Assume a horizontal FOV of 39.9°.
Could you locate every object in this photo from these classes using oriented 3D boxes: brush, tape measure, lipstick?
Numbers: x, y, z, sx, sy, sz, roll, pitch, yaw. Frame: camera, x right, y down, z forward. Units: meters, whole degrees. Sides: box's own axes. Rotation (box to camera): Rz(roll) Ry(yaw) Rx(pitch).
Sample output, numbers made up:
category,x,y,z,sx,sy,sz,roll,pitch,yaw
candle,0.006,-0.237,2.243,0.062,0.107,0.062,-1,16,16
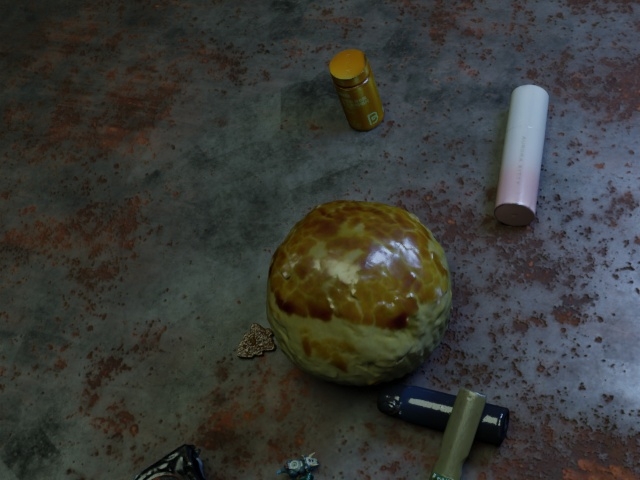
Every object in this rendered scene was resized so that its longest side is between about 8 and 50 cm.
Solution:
category,x,y,z,sx,sy,sz,roll,pitch,yaw
brush,0.229,0.403,1.582,0.054,0.048,0.282,17,82,21
tape measure,-0.287,0.511,1.692,0.181,0.107,0.182,-27,53,-4
lipstick,0.442,-0.190,1.934,0.087,0.087,0.326,3,59,20

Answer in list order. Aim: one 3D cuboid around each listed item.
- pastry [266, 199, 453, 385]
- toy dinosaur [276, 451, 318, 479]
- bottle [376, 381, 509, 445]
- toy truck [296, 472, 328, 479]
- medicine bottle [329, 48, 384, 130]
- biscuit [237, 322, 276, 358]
category,x,y,z,sx,sy,sz,roll,pitch,yaw
pastry,0.071,0.088,1.725,0.389,0.312,0.388,-10,52,13
toy dinosaur,-0.044,0.435,1.698,0.083,0.047,0.030,-20,55,3
bottle,0.228,0.324,1.666,0.244,0.072,0.082,10,20,25
toy truck,0.022,0.481,1.602,0.216,0.116,0.110,0,57,18
medicine bottle,0.088,-0.354,2.095,0.096,0.192,0.096,-8,56,12
biscuit,-0.140,0.223,1.893,0.092,0.016,0.082,-40,59,-9
